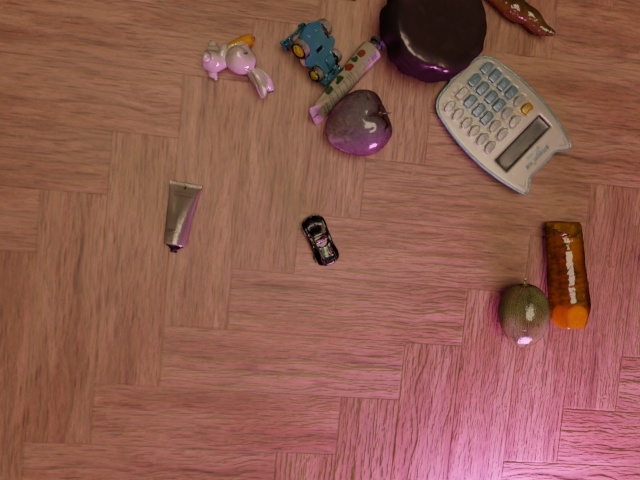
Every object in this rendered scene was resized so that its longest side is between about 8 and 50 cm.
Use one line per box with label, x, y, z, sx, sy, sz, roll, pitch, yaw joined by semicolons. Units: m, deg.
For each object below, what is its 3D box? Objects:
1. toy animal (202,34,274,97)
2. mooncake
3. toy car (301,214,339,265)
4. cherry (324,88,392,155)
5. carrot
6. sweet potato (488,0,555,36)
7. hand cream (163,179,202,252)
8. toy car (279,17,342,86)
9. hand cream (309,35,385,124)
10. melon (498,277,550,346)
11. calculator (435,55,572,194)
toy animal;-0.204;-0.455;1.520;0.182;0.131;0.127;10;125;-1
mooncake;0.286;-0.551;1.527;0.283;0.141;0.283;1;86;-19
toy car;0.000;0.000;1.583;0.069;0.055;0.142;-25;98;-8
cherry;0.103;-0.299;1.536;0.176;0.140;0.176;4;101;20
carrot;0.693;0.096;1.653;0.114;0.114;0.302;-6;94;-7
sweet potato;0.522;-0.637;1.603;0.274;0.067;0.067;34;89;-3
hand cream;-0.368;-0.060;1.536;0.087;0.054;0.186;10;86;-3
toy car;-0.019;-0.489;1.542;0.126;0.098;0.161;-51;130;-24
hand cream;0.068;-0.424;1.553;0.059;0.095;0.276;39;85;17
melon;0.563;0.197;1.627;0.139;0.139;0.192;-1;97;-7
calculator;0.492;-0.327;1.625;0.386;0.054;0.256;45;88;-7
